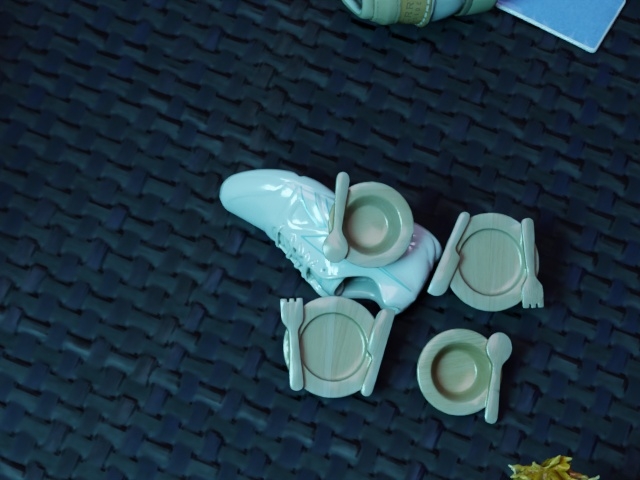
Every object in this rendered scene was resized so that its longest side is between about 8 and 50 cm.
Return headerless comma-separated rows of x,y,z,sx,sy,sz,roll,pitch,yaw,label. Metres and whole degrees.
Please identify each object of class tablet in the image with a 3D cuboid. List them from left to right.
0.170,-0.170,1.392,0.083,0.006,0.054,28,65,12,tablet

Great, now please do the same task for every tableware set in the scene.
0.060,0.039,1.245,0.168,0.020,0.141,12,84,-8,tableware set

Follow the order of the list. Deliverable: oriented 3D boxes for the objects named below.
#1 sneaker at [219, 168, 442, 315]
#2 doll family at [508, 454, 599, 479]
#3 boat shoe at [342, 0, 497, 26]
0.000,0.000,1.275,0.152,0.054,0.061,22,68,9,sneaker
0.122,0.214,1.129,0.263,0.118,0.163,-15,64,-8,doll family
0.032,-0.289,1.391,0.103,0.113,0.302,-13,64,-14,boat shoe
